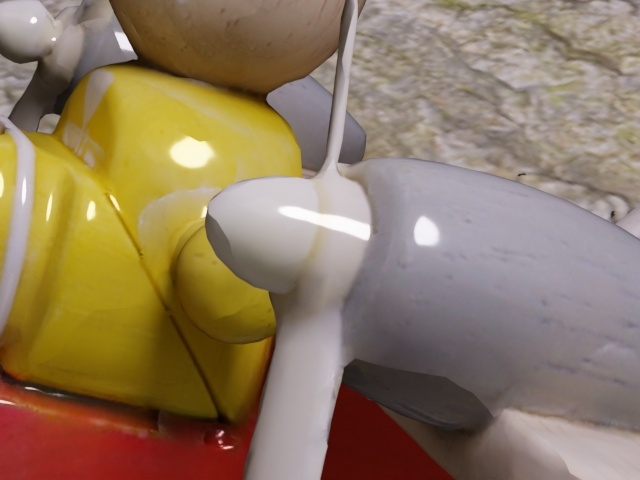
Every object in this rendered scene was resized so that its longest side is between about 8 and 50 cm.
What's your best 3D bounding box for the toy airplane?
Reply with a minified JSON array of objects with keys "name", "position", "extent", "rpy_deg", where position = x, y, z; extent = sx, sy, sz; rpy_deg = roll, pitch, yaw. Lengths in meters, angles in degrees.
[{"name":"toy airplane","position":[0.000,0.000,0.573],"extent":[0.386,0.272,0.384],"rpy_deg":[7,17,27]}]
